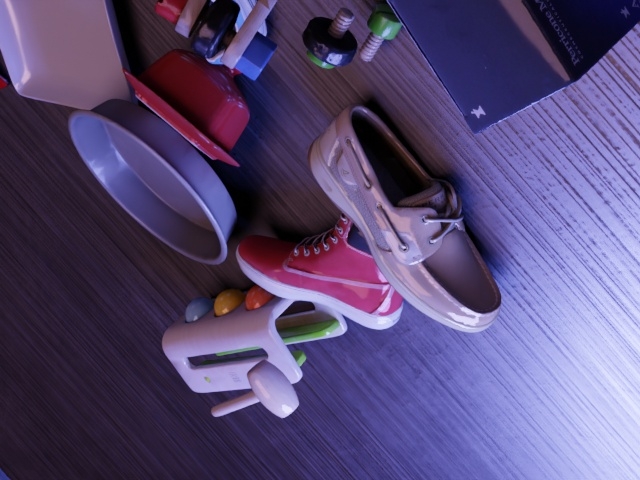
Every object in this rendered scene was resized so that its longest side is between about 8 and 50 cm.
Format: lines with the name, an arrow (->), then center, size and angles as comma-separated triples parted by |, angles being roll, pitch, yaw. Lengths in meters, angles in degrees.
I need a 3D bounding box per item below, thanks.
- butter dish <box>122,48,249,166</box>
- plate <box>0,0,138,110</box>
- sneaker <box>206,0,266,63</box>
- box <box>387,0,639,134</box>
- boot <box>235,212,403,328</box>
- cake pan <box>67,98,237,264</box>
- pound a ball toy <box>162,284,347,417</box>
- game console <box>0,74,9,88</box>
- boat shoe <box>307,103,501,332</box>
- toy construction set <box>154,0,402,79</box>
butter dish -> -0.146, -0.185, 1.110 | 0.160, 0.118, 0.160 | 39, -179, 9
plate -> -0.375, -0.320, 1.248 | 0.278, 0.045, 0.277 | 15, 131, 32
sneaker -> -0.129, -0.316, 1.006 | 0.085, 0.086, 0.237 | 4, 123, 41
box -> 0.172, -0.208, 0.732 | 0.108, 0.207, 0.153 | -26, 103, 49
boot -> 0.000, 0.000, 1.150 | 0.244, 0.088, 0.176 | 18, 132, 19
cake pan -> -0.230, -0.085, 1.244 | 0.293, 0.054, 0.293 | 34, 157, 17
pound a ball toy -> -0.118, 0.149, 1.274 | 0.319, 0.208, 0.135 | -16, 110, 47
game console -> -0.593, -0.311, 1.471 | 0.144, 0.085, 0.124 | -7, 85, 44
boat shoe -> 0.110, -0.025, 1.016 | 0.302, 0.109, 0.098 | 51, 141, 5
toy construction set -> -0.056, -0.334, 0.832 | 0.309, 0.257, 0.237 | 44, 129, 11
